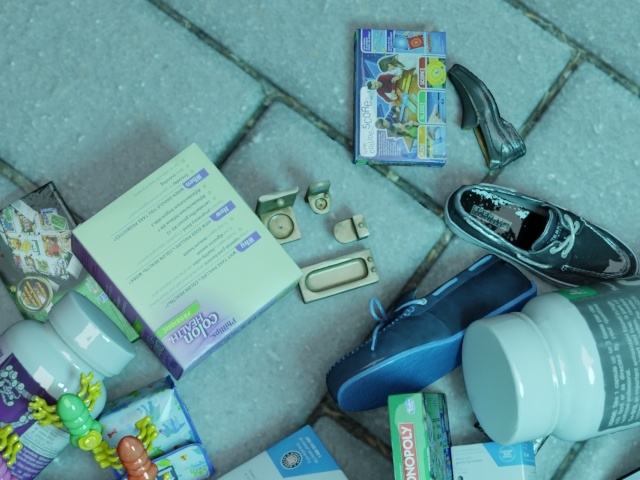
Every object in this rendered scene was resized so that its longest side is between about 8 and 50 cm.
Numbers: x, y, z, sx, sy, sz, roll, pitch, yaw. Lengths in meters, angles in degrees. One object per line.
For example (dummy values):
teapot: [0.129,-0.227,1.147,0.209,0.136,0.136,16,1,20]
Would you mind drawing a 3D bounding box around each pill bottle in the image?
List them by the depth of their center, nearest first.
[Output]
pill bottle: [-0.393,0.213,1.659,0.169,0.169,0.301,45,90,3]
pill bottle: [0.391,0.157,1.706,0.361,0.204,0.204,-10,82,-18]

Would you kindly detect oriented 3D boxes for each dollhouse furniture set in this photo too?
dollhouse furniture set: [0.000,0.000,1.767,0.144,0.123,0.151,-16,83,-7]

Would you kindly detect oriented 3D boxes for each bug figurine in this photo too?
bug figurine: [-0.335,0.297,1.586,0.279,0.072,0.216,-31,128,-11]

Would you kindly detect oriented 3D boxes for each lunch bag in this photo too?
lunch bag: [-0.230,0.283,1.725,0.129,0.096,0.151,-23,103,-9]

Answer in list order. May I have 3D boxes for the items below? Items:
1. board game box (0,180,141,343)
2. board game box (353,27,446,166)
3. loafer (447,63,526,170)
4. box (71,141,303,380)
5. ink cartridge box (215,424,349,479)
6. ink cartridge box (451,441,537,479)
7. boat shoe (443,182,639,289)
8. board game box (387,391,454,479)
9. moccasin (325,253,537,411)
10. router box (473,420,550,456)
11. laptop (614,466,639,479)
board game box: [-0.371,0.059,1.777,0.136,0.030,0.259,-31,85,-11]
board game box: [0.117,-0.211,1.854,0.136,0.035,0.201,2,81,-4]
loafer: [0.233,-0.182,1.848,0.061,0.062,0.170,-34,84,-4]
box: [-0.187,0.030,1.737,0.213,0.117,0.243,-39,85,-18]
ink cartridge box: [-0.084,0.416,1.637,0.307,0.223,0.129,-30,124,-8]
ink cartridge box: [0.244,0.369,1.721,0.104,0.060,0.180,-11,73,23]
boat shoe: [0.326,-0.007,1.805,0.301,0.102,0.108,25,80,0]
board game box: [0.140,0.306,1.635,0.046,0.317,0.213,-6,81,10]
moccasin: [0.144,0.128,1.769,0.342,0.137,0.117,-23,57,-25]
router box: [0.293,0.246,1.797,0.092,0.038,0.122,37,80,2]
laptop: [0.488,0.523,1.678,0.382,0.408,0.236,48,47,3]
